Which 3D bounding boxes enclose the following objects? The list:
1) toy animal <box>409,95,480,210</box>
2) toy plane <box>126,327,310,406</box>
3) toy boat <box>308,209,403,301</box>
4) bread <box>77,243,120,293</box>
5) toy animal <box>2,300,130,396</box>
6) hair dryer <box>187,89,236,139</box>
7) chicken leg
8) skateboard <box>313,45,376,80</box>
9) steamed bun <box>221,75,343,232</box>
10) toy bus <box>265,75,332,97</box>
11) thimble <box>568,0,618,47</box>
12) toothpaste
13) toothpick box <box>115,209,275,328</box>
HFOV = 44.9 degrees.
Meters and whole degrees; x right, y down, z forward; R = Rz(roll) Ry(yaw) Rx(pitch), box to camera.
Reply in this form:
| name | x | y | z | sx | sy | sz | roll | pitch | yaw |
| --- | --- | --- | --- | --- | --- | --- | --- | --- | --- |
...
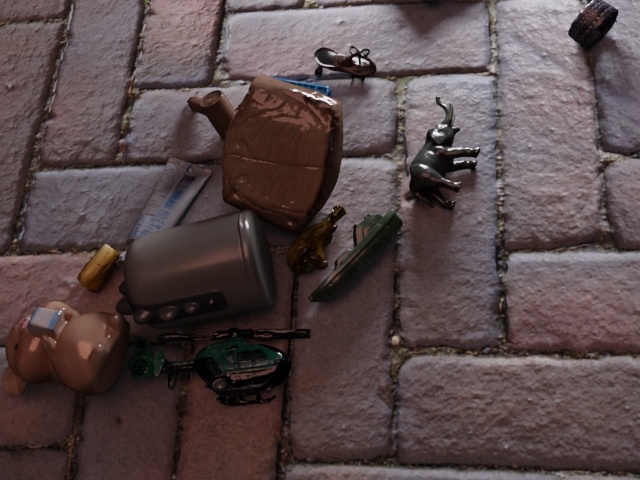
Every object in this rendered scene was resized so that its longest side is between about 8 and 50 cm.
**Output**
| name | x | y | z | sx | sy | sz | roll | pitch | yaw |
| --- | --- | --- | --- | --- | --- | --- | --- | --- | --- |
| toy animal | 0.278 | -0.191 | 1.695 | 0.137 | 0.082 | 0.269 | 17 | 71 | 15 |
| toy plane | -0.210 | 0.250 | 1.575 | 0.382 | 0.106 | 0.155 | -6 | 60 | 7 |
| toy boat | 0.066 | 0.033 | 1.632 | 0.085 | 0.078 | 0.260 | 43 | 77 | 5 |
| bread | -0.486 | 0.064 | 1.711 | 0.053 | 0.072 | 0.106 | 27 | 72 | 19 |
| toy animal | -0.520 | 0.220 | 1.569 | 0.256 | 0.213 | 0.195 | 14 | 55 | 12 |
| hair dryer | -0.262 | -0.308 | 1.838 | 0.064 | 0.117 | 0.182 | -44 | 43 | -14 |
| chicken leg | 0.000 | 0.000 | 1.669 | 0.093 | 0.070 | 0.178 | 37 | 72 | -1 |
| skateboard | 0.059 | -0.428 | 1.836 | 0.151 | 0.080 | 0.067 | 11 | 63 | 11 |
| steamed bun | -0.076 | -0.188 | 1.687 | 0.252 | 0.199 | 0.301 | 17 | 102 | 2 |
| toy bus | -0.060 | -0.316 | 1.801 | 0.185 | 0.090 | 0.106 | 13 | 66 | 15 |
| thimble | 0.622 | -0.495 | 1.767 | 0.104 | 0.095 | 0.066 | -36 | 67 | -23 |
| toothpaste | -0.361 | -0.058 | 1.753 | 0.114 | 0.073 | 0.299 | 18 | 63 | 17 |
| toothpick box | -0.264 | 0.075 | 1.592 | 0.316 | 0.229 | 0.229 | -13 | 65 | 4 |
